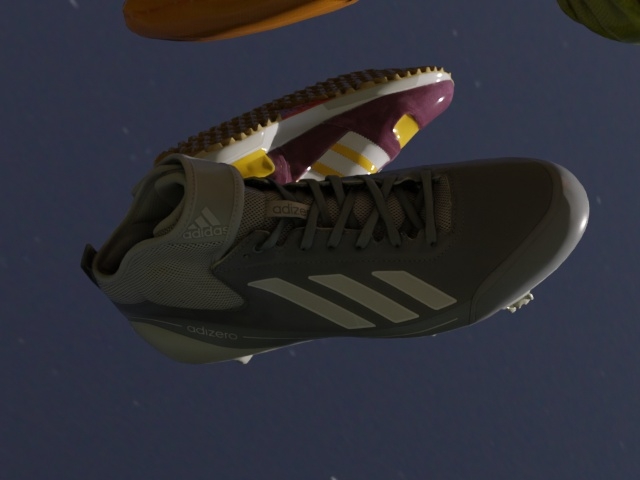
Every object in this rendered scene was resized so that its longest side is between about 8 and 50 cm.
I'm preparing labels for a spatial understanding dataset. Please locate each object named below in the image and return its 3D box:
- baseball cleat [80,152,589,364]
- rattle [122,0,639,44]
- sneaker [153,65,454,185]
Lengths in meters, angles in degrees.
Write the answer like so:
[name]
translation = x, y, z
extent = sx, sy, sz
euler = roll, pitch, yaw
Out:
[baseball cleat]
translation = 0.000, 0.000, 0.660
extent = 0.206, 0.109, 0.072
euler = -19, -127, 20
[rattle]
translation = 0.038, -0.145, 0.349
extent = 0.143, 0.199, 0.130
euler = 6, -147, 2
[sneaker]
translation = 0.000, -0.035, 0.864
extent = 0.185, 0.084, 0.069
euler = -24, -165, -29
